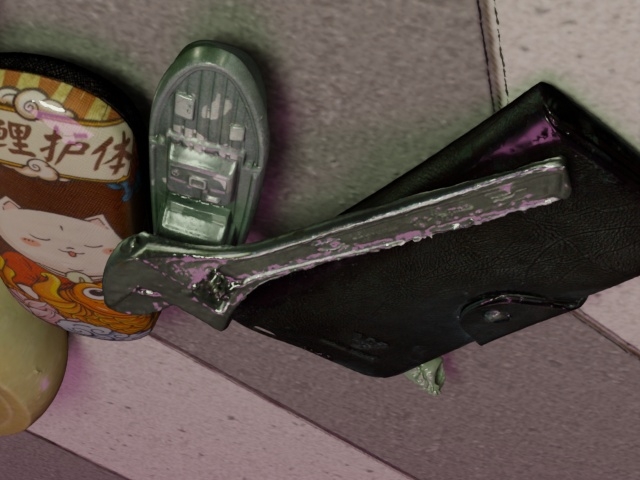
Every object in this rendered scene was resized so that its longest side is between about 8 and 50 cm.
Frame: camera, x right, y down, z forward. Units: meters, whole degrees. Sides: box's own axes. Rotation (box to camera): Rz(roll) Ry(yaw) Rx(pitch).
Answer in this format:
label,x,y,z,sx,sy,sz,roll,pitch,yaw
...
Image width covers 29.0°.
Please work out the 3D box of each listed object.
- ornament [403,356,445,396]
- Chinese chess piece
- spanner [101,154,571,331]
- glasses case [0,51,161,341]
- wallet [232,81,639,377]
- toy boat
label,x,y,z,sx,sy,sz,roll,pitch,yaw
ornament,0.056,0.087,1.001,0.092,0.041,0.068,11,145,27
Chinese chess piece,-0.359,0.093,1.144,0.251,0.097,0.251,11,150,7
spanner,0.000,0.000,0.770,0.325,0.026,0.093,-16,131,24
glasses case,-0.180,-0.018,0.893,0.122,0.082,0.321,16,149,7
wallet,0.087,0.017,0.835,0.172,0.045,0.318,30,140,-30
toy boat,-0.075,-0.041,0.804,0.078,0.085,0.260,16,149,0
